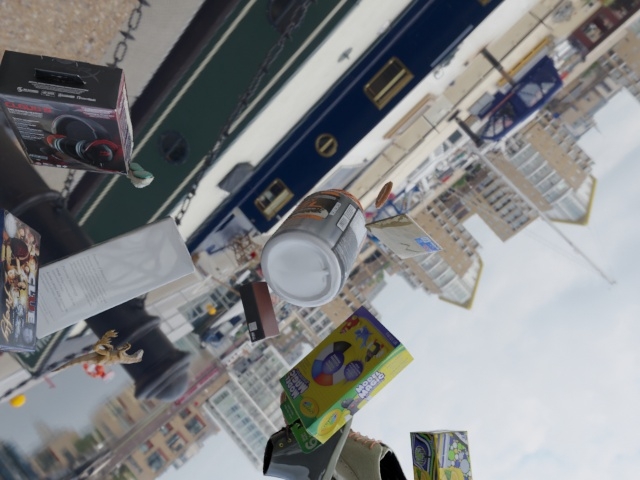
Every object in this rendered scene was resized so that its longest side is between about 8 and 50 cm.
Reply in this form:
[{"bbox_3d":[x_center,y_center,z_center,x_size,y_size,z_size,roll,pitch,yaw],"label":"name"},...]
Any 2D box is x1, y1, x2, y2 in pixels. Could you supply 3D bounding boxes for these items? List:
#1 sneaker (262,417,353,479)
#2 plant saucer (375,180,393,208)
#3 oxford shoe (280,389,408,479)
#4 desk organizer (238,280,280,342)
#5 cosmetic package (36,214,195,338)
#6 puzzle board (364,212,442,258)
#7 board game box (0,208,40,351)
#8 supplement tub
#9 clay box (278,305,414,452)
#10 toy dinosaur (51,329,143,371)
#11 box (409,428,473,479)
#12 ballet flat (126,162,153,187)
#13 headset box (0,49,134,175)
[{"bbox_3d":[-0.018,0.322,0.857,0.083,0.118,0.221,173,-65,-73],"label":"sneaker"},{"bbox_3d":[0.171,-0.125,1.334,0.083,0.013,0.083,-61,-171,17],"label":"plant saucer"},{"bbox_3d":[0.072,0.425,0.977,0.141,0.397,0.146,1,130,-56],"label":"oxford shoe"},{"bbox_3d":[-0.137,0.158,1.097,0.047,0.130,0.050,-25,163,35],"label":"desk organizer"},{"bbox_3d":[-0.525,0.075,1.225,0.385,0.156,0.217,-26,-168,-17],"label":"cosmetic package"},{"bbox_3d":[0.161,-0.008,0.942,0.097,0.128,0.011,-17,-133,42],"label":"puzzle board"},{"bbox_3d":[-0.581,0.082,0.914,0.042,0.243,0.165,-4,165,-10],"label":"board game box"},{"bbox_3d":[0.000,0.000,1.158,0.193,0.194,0.316,-44,-173,29],"label":"supplement tub"},{"bbox_3d":[0.026,0.218,0.784,0.222,0.053,0.127,-41,-149,-6],"label":"clay box"},{"bbox_3d":[-0.547,0.288,1.215,0.212,0.064,0.112,3,111,-29],"label":"toy dinosaur"},{"bbox_3d":[0.161,0.335,0.630,0.059,0.168,0.054,6,161,-26],"label":"box"},{"bbox_3d":[-0.504,-0.174,1.361,0.057,0.168,0.052,-4,113,-32],"label":"ballet flat"},{"bbox_3d":[-0.526,-0.265,1.035,0.218,0.110,0.293,5,157,-15],"label":"headset box"}]
